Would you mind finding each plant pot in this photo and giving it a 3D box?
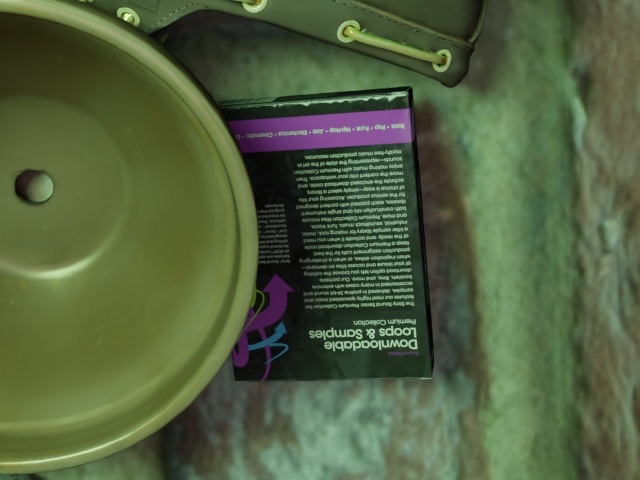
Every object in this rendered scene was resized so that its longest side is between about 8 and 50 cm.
[{"bbox_3d":[-0.152,-0.013,0.540,0.237,0.110,0.237,-2,111,-6],"label":"plant pot"}]

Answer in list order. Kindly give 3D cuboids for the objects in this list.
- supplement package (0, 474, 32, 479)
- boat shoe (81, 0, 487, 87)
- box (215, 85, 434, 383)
[{"bbox_3d":[-0.226,0.182,0.549,0.179,0.105,0.105,15,102,-46],"label":"supplement package"},{"bbox_3d":[-0.069,-0.140,0.528,0.324,0.116,0.097,5,100,-16],"label":"boat shoe"},{"bbox_3d":[0.000,0.000,0.599,0.116,0.029,0.162,-2,105,13],"label":"box"}]
